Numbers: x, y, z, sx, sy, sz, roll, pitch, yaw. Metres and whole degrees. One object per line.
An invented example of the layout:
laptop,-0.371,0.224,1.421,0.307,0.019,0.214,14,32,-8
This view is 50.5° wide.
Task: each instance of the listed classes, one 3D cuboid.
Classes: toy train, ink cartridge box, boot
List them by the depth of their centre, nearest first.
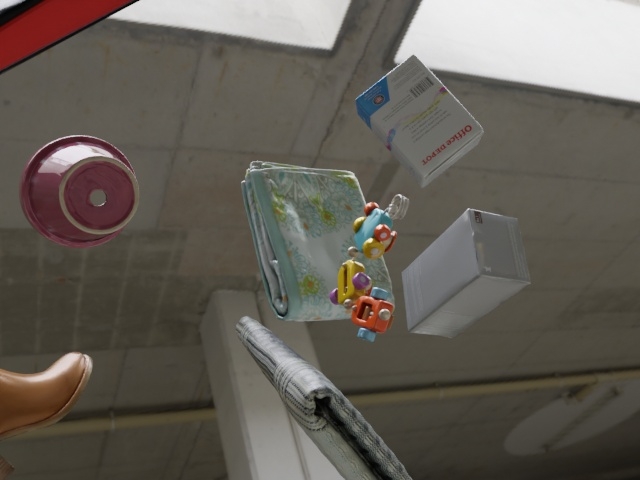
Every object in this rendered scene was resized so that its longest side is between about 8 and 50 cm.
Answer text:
boot,-0.336,0.144,0.687,0.073,0.197,0.152,-26,-70,36
toy train,0.068,0.034,0.776,0.046,0.166,0.125,22,-12,-27
ink cartridge box,0.112,-0.135,0.776,0.089,0.122,0.052,-38,-13,-2

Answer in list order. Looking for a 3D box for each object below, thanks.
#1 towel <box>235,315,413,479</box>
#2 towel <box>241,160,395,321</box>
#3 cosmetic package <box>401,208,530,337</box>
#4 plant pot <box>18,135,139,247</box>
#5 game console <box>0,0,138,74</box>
towel,0.036,0.231,0.713,0.056,0.312,0.324,-42,-74,-11
towel,0.000,0.000,1.531,0.321,0.374,0.090,1,-26,-38
cosmetic package,0.235,0.062,1.138,0.107,0.127,0.238,11,-31,-21
plant pot,-0.399,-0.082,1.166,0.202,0.180,0.201,-4,-82,-32
game console,-0.315,-0.264,0.641,0.342,0.387,0.060,-47,-36,-28
